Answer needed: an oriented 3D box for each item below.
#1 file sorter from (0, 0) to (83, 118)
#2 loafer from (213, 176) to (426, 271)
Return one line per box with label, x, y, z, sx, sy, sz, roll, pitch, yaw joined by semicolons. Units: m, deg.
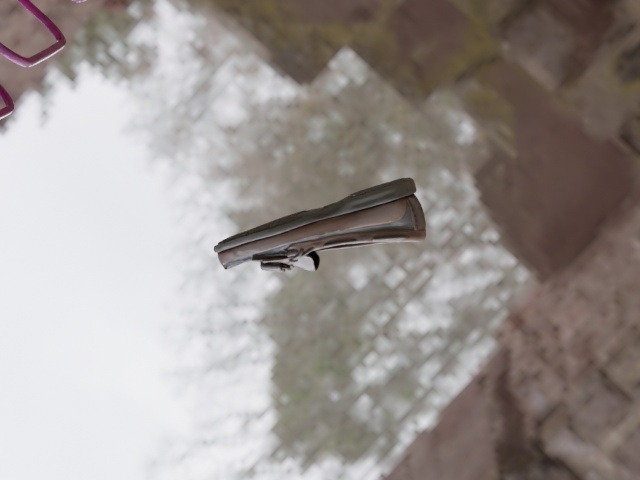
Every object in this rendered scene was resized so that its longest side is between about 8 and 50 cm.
file sorter;-0.285;-0.206;1.578;0.182;0.290;0.202;43;-167;-3
loafer;0.000;0.000;1.141;0.045;0.125;0.039;-33;-76;-75
